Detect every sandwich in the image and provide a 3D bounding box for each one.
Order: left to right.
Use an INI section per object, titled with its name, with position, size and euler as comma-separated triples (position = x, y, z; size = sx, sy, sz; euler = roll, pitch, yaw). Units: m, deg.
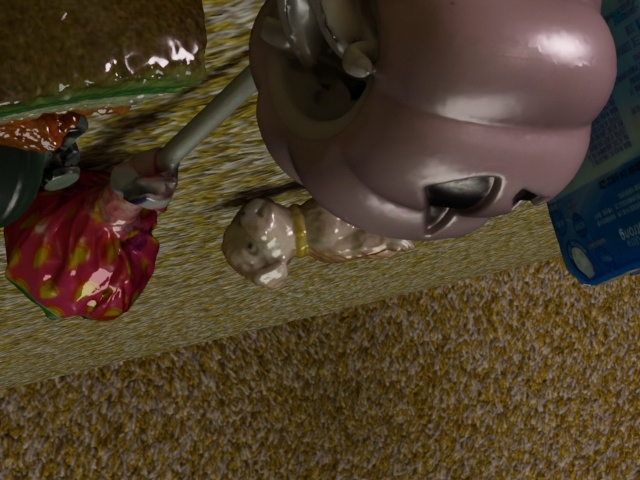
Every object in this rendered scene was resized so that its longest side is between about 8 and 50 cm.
[sandwich]
position = -0.148, -0.077, 0.580
size = 0.185, 0.109, 0.160
euler = -12, 169, -26

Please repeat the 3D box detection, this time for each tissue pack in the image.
[tissue pack]
position = 0.251, -0.092, 0.944
size = 0.146, 0.198, 0.263
euler = -16, 173, -16

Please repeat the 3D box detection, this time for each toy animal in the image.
[toy animal]
position = -0.005, -0.009, 1.412
size = 0.185, 0.104, 0.184
euler = -21, 179, 3

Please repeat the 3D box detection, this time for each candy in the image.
[candy]
position = -0.116, -0.048, 0.973
size = 0.124, 0.124, 0.365
euler = -9, 161, -42

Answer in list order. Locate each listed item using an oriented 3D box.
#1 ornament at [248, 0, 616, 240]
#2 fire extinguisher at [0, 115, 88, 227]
[ornament]
position = 0.046, -0.088, 0.656
size = 0.178, 0.177, 0.177
euler = -16, 172, -2
[fire extinguisher]
position = -0.223, -0.044, 0.716
size = 0.118, 0.093, 0.294
euler = -32, 164, 37
